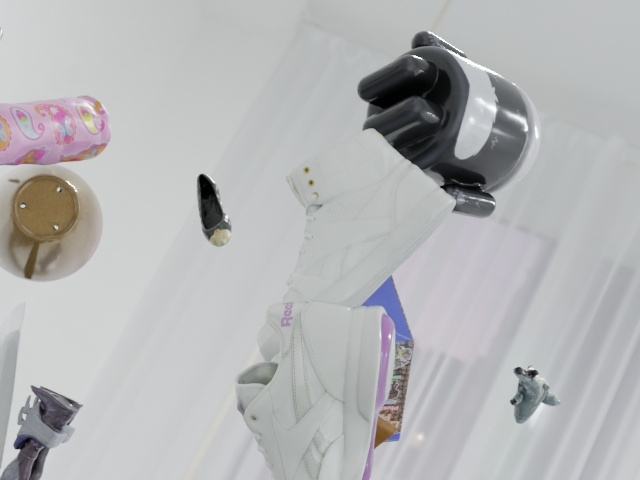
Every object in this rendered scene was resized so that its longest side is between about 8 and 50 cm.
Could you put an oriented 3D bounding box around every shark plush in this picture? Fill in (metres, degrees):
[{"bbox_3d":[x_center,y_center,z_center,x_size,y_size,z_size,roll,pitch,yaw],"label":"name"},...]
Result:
[{"bbox_3d":[0.309,0.227,1.544,0.073,0.067,0.161,47,-6,20],"label":"shark plush"}]

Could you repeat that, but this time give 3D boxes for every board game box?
[{"bbox_3d":[0.092,0.249,2.219,0.141,0.232,0.291,-3,-53,-9],"label":"board game box"}]

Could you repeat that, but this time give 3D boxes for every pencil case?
[{"bbox_3d":[-0.489,-0.184,1.759,0.124,0.124,0.284,19,19,33],"label":"pencil case"}]

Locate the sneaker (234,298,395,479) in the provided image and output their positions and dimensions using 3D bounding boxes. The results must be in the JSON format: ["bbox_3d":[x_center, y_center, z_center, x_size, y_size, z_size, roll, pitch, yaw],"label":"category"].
[{"bbox_3d":[-0.016,0.197,1.054,0.152,0.305,0.114,10,16,5],"label":"sneaker"}]

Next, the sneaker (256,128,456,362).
[{"bbox_3d":[0.000,0.000,1.249,0.169,0.292,0.108,46,-3,13],"label":"sneaker"}]

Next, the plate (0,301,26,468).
[{"bbox_3d":[-0.635,0.281,2.101,0.045,0.278,0.277,8,8,-16],"label":"plate"}]

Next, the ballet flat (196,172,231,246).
[{"bbox_3d":[-0.207,-0.054,1.956,0.049,0.057,0.173,60,6,-49],"label":"ballet flat"}]

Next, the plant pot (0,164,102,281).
[{"bbox_3d":[-0.518,-0.049,1.956,0.237,0.237,0.254,31,-13,-11],"label":"plant pot"}]

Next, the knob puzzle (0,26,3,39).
[{"bbox_3d":[-0.576,-0.296,1.581,0.213,0.213,0.030,19,-48,32],"label":"knob puzzle"}]

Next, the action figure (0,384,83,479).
[{"bbox_3d":[-0.426,0.347,1.458,0.099,0.285,0.185,21,-11,14],"label":"action figure"}]

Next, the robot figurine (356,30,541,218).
[{"bbox_3d":[0.170,-0.154,1.387,0.278,0.209,0.173,13,12,-45],"label":"robot figurine"}]

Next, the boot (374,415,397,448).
[{"bbox_3d":[0.030,0.291,1.949,0.280,0.264,0.096,38,18,-14],"label":"boot"}]
